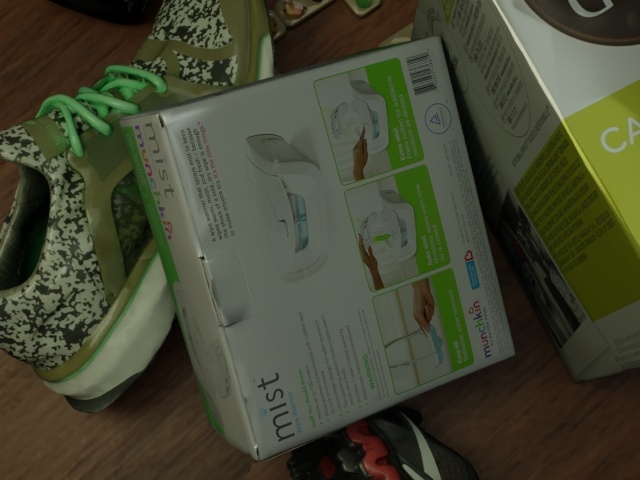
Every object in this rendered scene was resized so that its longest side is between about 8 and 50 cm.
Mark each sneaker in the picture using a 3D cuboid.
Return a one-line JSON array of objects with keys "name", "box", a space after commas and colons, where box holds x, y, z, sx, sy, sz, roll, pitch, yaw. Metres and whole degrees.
[{"name": "sneaker", "box": [0.089, 0.242, 0.860, 0.135, 0.097, 0.276, -8, 56, -39]}, {"name": "sneaker", "box": [-0.172, -0.073, 0.883, 0.158, 0.182, 0.410, 10, 76, 47]}]

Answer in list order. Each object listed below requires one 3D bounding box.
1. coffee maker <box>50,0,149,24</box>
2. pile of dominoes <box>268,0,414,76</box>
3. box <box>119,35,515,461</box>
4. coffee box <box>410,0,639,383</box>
[{"name": "coffee maker", "box": [-0.173, -0.293, 0.978, 0.171, 0.120, 0.178, 11, 81, 4]}, {"name": "pile of dominoes", "box": [0.019, -0.240, 1.000, 0.251, 0.040, 0.196, -35, 81, -4]}, {"name": "box", "box": [0.000, 0.000, 0.839, 0.231, 0.127, 0.262, -20, 101, -21]}, {"name": "coffee box", "box": [0.290, -0.122, 0.816, 0.338, 0.338, 0.334, -27, 80, -3]}]
